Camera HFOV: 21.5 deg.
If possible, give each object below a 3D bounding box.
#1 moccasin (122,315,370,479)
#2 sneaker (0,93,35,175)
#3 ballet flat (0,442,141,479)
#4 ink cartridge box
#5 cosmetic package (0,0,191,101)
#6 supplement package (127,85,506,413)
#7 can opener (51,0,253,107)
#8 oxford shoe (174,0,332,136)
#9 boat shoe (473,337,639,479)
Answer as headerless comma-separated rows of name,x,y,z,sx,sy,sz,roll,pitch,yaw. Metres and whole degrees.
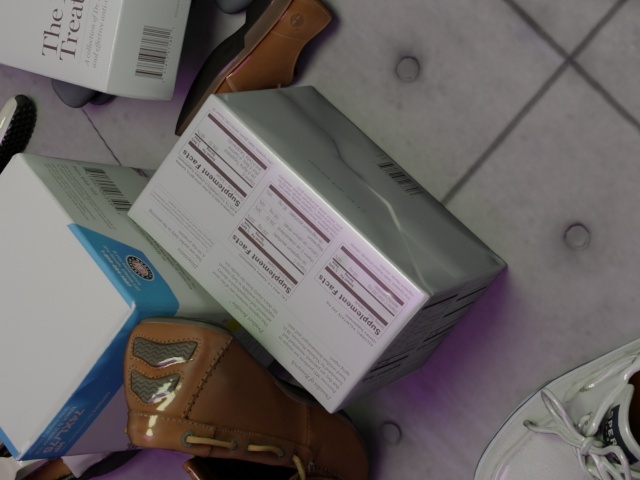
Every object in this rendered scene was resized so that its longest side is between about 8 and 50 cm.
moccasin,-0.059,0.192,1.497,0.139,0.380,0.147,5,70,20
sneaker,-0.362,-0.094,1.774,0.075,0.057,0.161,34,115,13
ballet flat,-0.267,0.216,1.754,0.280,0.096,0.095,-36,80,27
ink cartridge box,-0.188,0.063,1.568,0.198,0.270,0.197,49,114,26
cosmetic package,-0.234,-0.344,1.594,0.284,0.097,0.377,17,99,39
supplement package,0.000,0.000,1.518,0.262,0.204,0.145,44,112,14
can opener,-0.144,-0.215,1.632,0.283,0.076,0.095,-44,77,27
oxford shoe,-0.068,-0.160,1.609,0.076,0.076,0.212,30,130,-22
boat shoe,0.262,0.163,1.437,0.367,0.156,0.136,-32,83,27
